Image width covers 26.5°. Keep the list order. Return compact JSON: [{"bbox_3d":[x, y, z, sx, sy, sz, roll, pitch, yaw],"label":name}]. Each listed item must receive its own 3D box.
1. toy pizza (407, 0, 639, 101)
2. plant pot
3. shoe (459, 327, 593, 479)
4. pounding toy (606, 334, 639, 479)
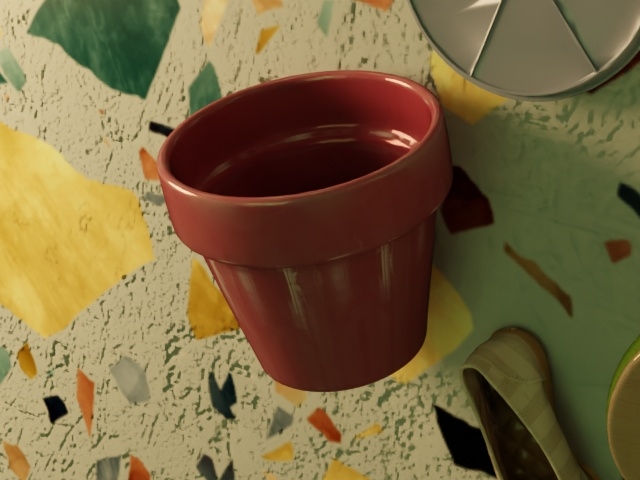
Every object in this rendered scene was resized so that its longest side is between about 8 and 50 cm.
[{"bbox_3d":[0.139,-0.192,0.891,0.201,0.032,0.201,13,113,34],"label":"toy pizza"},{"bbox_3d":[0.000,0.000,0.970,0.201,0.201,0.180,11,126,34],"label":"plant pot"},{"bbox_3d":[0.155,0.173,0.985,0.076,0.058,0.219,-19,93,39],"label":"shoe"},{"bbox_3d":[0.287,0.098,0.852,0.237,0.110,0.183,42,119,-18],"label":"pounding toy"}]
